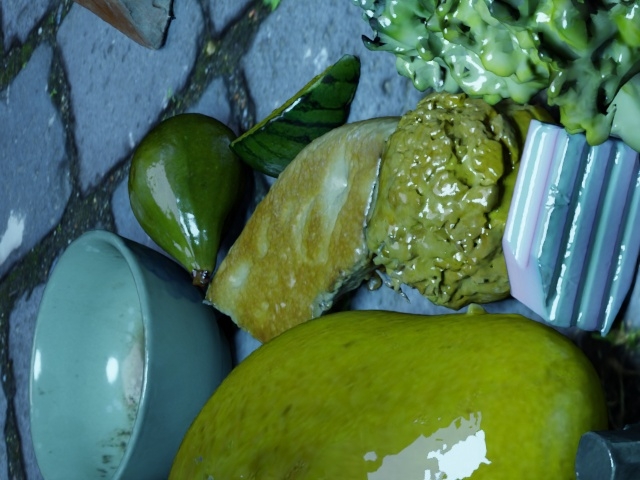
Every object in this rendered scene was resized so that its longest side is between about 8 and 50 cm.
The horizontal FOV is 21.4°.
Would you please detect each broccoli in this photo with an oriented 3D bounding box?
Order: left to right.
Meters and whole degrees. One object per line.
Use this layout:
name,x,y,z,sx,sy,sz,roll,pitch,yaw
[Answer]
broccoli,0.195,-0.214,1.154,0.272,0.334,0.324,40,146,16

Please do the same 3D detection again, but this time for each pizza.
pizza,0.000,0.000,1.573,0.365,0.074,0.182,-46,46,42

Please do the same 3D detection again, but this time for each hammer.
hammer,0.207,0.303,1.196,0.043,0.111,0.365,29,114,56

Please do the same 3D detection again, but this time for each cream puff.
cream puff,0.108,-0.036,1.370,0.189,0.129,0.189,-24,61,54

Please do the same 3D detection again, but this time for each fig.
fig,-0.141,-0.044,1.715,0.133,0.126,0.185,-42,17,28

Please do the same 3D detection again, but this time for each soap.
soap,0.191,-0.008,1.264,0.056,0.100,0.149,24,105,58

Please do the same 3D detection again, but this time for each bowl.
bowl,-0.183,0.137,1.754,0.289,0.146,0.289,-15,72,56

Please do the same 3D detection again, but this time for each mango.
mango,0.053,0.186,1.341,0.445,0.220,0.301,-31,52,39

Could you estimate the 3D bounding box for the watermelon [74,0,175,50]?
watermelon,-0.292,-0.370,1.935,0.283,0.250,0.293,-43,47,50

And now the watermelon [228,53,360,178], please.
watermelon,-0.040,-0.113,1.653,0.181,0.075,0.092,-28,57,52
